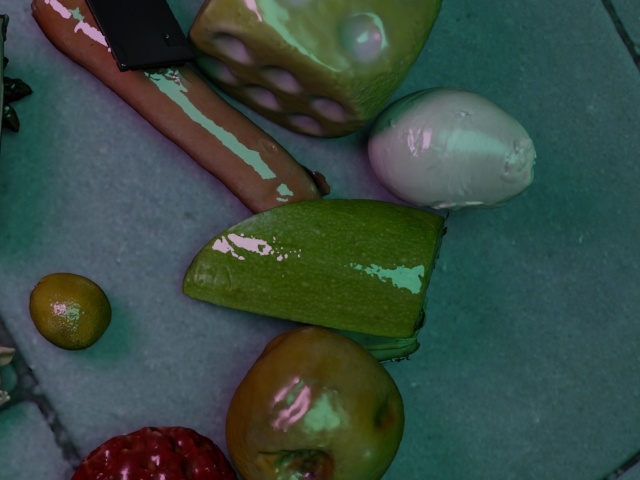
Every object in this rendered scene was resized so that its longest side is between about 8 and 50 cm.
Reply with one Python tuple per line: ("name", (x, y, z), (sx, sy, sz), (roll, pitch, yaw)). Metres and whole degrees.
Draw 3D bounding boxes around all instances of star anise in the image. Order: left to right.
("star anise", (-0.404, -0.204, 1.072), (0.097, 0.070, 0.191), (-36, 93, -18))

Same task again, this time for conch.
("conch", (0.063, 0.115, 1.191), (0.170, 0.079, 0.106), (-21, 79, -7))

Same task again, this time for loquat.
("loquat", (-0.006, 0.208, 1.083), (0.213, 0.213, 0.213), (3, 81, -19))

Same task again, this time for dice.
("dice", (-0.007, -0.279, 1.141), (0.238, 0.227, 0.233), (29, 76, -15))

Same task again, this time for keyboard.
("keyboard", (-0.250, -0.327, 1.103), (0.106, 0.027, 0.317), (-15, 68, -34))

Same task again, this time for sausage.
("sausage", (-0.166, -0.161, 1.135), (0.419, 0.094, 0.094), (40, 33, -9))

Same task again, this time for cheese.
("cheese", (0.157, -0.118, 1.194), (0.189, 0.198, 0.155), (-8, 106, -12))

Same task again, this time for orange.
("orange", (-0.285, 0.080, 1.063), (0.095, 0.085, 0.085), (36, 72, -4))

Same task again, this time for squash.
("squash", (0.000, 0.000, 1.146), (0.288, 0.111, 0.203), (12, 40, 10))

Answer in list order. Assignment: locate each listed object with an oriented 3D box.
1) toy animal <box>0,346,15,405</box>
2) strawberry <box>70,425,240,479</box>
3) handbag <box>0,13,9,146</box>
("toy animal", (-0.397, 0.173, 1.019), (0.083, 0.089, 0.150), (32, 69, -34))
("strawberry", (-0.169, 0.358, 0.978), (0.317, 0.295, 0.345), (-16, 67, 14))
("handbag", (-0.451, -0.155, 0.998), (0.241, 0.109, 0.316), (-3, 86, 4))
